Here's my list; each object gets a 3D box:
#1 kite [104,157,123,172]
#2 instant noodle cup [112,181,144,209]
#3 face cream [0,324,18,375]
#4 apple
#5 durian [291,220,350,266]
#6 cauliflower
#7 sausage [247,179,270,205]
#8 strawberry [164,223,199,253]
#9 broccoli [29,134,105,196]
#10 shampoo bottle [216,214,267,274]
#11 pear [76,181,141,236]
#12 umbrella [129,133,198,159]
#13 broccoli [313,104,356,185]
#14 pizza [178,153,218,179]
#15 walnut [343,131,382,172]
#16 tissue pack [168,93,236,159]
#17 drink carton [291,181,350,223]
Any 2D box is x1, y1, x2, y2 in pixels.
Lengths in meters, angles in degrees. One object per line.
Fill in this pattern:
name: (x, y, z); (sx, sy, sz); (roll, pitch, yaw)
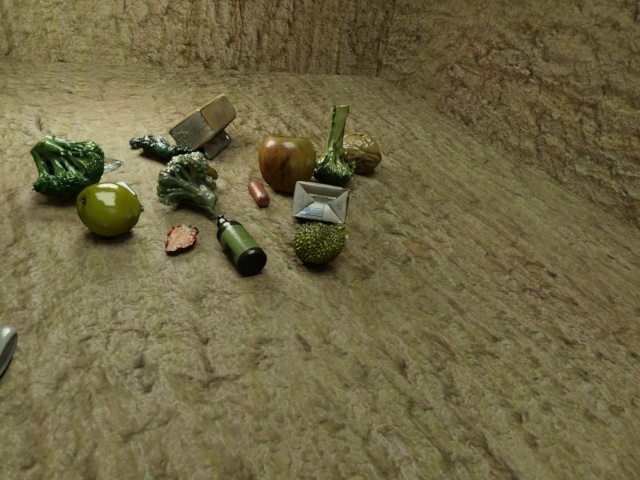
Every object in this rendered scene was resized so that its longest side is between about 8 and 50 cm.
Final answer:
kite: (-0.962, -0.340, 2.067); (0.245, 0.015, 0.141); (19, 31, 9)
instant noodle cup: (-0.756, -0.154, 1.800); (0.179, 0.070, 0.157); (-18, 45, -40)
face cream: (-0.897, 0.250, 1.120); (0.336, 0.080, 0.163); (6, 33, -10)
apple: (-0.147, -0.336, 2.139); (0.264, 0.265, 0.264); (8, 33, -5)
durian: (-0.005, 0.013, 1.694); (0.198, 0.159, 0.146); (5, -7, 13)
cauliflower: (-0.474, -0.196, 1.868); (0.315, 0.239, 0.256); (42, 0, 12)
sausage: (-0.257, -0.198, 2.033); (0.062, 0.062, 0.154); (-6, 37, -25)
strawberry: (-0.478, -0.002, 1.679); (0.103, 0.048, 0.152); (27, 49, 11)
broccoli: (-0.918, -0.273, 1.786); (0.241, 0.269, 0.262); (46, 21, -29)
shampoo bottle: (-0.289, 0.001, 1.681); (0.101, 0.101, 0.284); (-12, 40, -33)
pear: (-0.706, -0.101, 1.637); (0.198, 0.198, 0.198); (8, 33, -5)
umbrella: (-0.702, -0.412, 2.178); (0.348, 0.143, 0.094); (18, 76, 23)
broccoli: (0.061, -0.436, 2.254); (0.221, 0.362, 0.252); (12, -6, 12)
pizza: (-0.535, -0.296, 2.040); (0.226, 0.147, 0.069); (15, 74, 25)
walnut: (0.185, -0.432, 2.422); (0.244, 0.198, 0.198); (17, 33, 2)
tissue pack: (-0.530, -0.529, 2.346); (0.238, 0.239, 0.306); (15, 32, 5)
drink carton: (-0.007, -0.140, 1.841); (0.194, 0.132, 0.324); (10, 2, -4)
